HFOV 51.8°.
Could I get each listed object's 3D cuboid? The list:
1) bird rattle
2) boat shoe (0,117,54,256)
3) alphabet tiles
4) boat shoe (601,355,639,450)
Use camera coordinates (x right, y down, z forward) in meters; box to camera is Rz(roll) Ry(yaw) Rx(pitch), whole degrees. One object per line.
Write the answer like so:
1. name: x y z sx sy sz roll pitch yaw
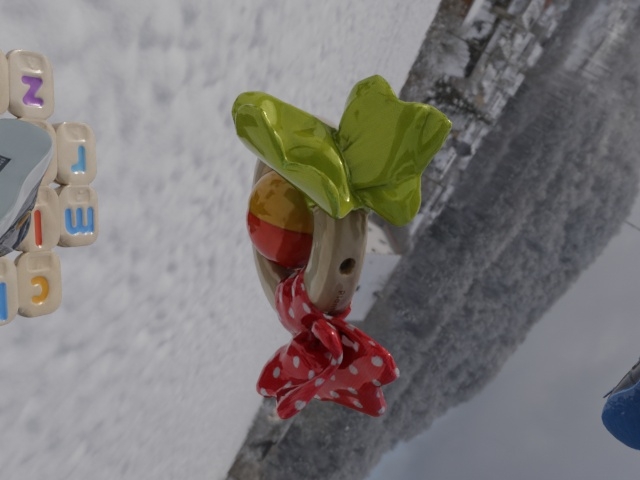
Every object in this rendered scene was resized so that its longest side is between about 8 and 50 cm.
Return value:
1. bird rattle: 0.000 0.000 0.503 0.207 0.142 0.254 -132 -143 -57
2. boat shoe: -0.236 -0.010 0.450 0.183 0.065 0.083 -83 -163 -59
3. alphabet tiles: -0.331 -0.053 0.645 0.284 0.021 0.278 -12 102 -63
4. boat shoe: 0.436 0.177 0.808 0.089 0.109 0.258 -39 157 -29
